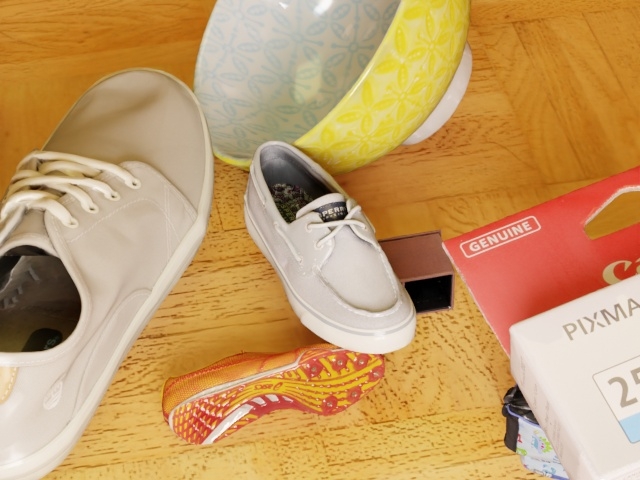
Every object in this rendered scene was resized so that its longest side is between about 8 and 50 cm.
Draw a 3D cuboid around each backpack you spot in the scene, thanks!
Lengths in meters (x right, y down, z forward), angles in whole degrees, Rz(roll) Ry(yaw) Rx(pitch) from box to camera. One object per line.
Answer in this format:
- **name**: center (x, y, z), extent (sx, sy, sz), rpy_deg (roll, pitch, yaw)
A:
- **backpack**: center (0.201, 0.127, 1.435), extent (0.114, 0.084, 0.105), rpy_deg (16, 50, 21)

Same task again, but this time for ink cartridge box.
- **ink cartridge box**: center (0.269, 0.029, 1.403), extent (0.296, 0.066, 0.261), rpy_deg (-21, 56, -9)

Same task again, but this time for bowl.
- **bowl**: center (0.038, -0.165, 1.705), extent (0.156, 0.289, 0.289), rpy_deg (29, 26, -34)

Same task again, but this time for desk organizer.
- **desk organizer**: center (0.040, 0.034, 1.580), extent (0.130, 0.047, 0.050), rpy_deg (-9, 44, -9)

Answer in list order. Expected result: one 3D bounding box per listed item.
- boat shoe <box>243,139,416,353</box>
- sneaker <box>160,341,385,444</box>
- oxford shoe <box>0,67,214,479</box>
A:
- **boat shoe**: center (0.001, -0.001, 1.516), extent (0.079, 0.081, 0.227), rpy_deg (-19, 41, -20)
- **sneaker**: center (-0.037, 0.102, 1.491), extent (0.175, 0.064, 0.067), rpy_deg (-10, 31, -14)
- **oxford shoe**: center (-0.196, -0.006, 1.549), extent (0.169, 0.130, 0.449), rpy_deg (2, 42, 18)
